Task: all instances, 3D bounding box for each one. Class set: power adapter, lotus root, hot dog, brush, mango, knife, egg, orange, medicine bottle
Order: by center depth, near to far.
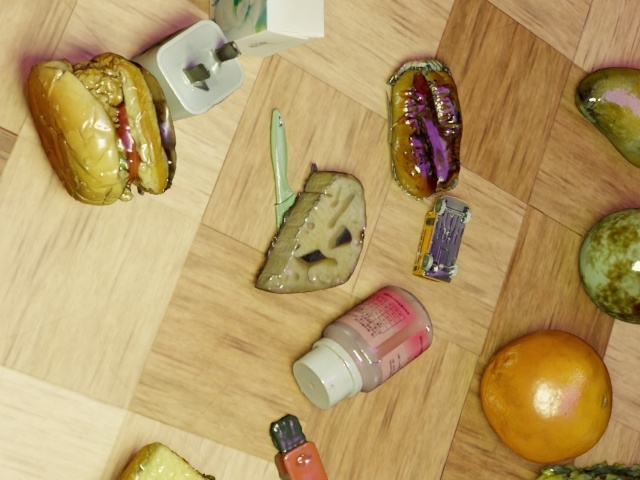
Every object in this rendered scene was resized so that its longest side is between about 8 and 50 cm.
[{"bbox_3d":[-0.199,-0.270,1.622,0.130,0.205,0.125,-40,109,-27],"label":"power adapter"},{"bbox_3d":[0.000,0.000,1.811,0.170,0.074,0.261,34,71,-40],"label":"lotus root"},{"bbox_3d":[-0.063,-0.085,1.812,0.043,0.020,0.293,-5,93,-34],"label":"knife"},{"bbox_3d":[-0.012,0.460,1.820,0.070,0.051,0.323,-27,104,-32],"label":"brush"},{"bbox_3d":[0.075,0.192,1.824,0.247,0.147,0.147,-32,106,-27],"label":"medicine bottle"},{"bbox_3d":[0.203,-0.209,1.943,0.162,0.082,0.271,-5,91,-33],"label":"hot dog"},{"bbox_3d":[0.445,0.302,1.998,0.261,0.261,0.261,0,89,-32],"label":"orange"},{"bbox_3d":[0.669,0.060,2.137,0.289,0.238,0.238,32,73,-40],"label":"egg"},{"bbox_3d":[0.691,-0.265,2.206,0.329,0.175,0.177,33,49,-8],"label":"mango"}]

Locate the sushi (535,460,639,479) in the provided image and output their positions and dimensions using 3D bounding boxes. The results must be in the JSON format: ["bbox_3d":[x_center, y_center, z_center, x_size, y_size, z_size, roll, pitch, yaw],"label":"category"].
[{"bbox_3d":[0.646,0.565,2.032,0.351,0.396,0.240,4,85,-37],"label":"sushi"}]

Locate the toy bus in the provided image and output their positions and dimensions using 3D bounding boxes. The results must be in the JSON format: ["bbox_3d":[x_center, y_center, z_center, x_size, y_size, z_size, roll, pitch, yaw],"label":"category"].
[{"bbox_3d":[0.229,-0.003,1.960,0.069,0.074,0.162,18,82,-23],"label":"toy bus"}]

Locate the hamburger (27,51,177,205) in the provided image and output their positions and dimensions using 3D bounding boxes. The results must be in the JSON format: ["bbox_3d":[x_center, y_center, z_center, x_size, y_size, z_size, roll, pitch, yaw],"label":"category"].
[{"bbox_3d":[-0.330,-0.162,1.533,0.163,0.244,0.244,-20,100,-31],"label":"hamburger"}]

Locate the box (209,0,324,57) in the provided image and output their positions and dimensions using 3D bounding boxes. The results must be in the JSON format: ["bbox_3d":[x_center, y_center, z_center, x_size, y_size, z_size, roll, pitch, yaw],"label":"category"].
[{"bbox_3d":[-0.092,-0.456,1.690,0.116,0.203,0.274,0,90,-32],"label":"box"}]

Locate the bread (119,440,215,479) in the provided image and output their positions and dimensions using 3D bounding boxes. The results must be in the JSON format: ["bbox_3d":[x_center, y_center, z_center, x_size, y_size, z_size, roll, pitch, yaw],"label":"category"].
[{"bbox_3d":[-0.246,0.436,1.628,0.260,0.147,0.160,43,60,-31],"label":"bread"}]
